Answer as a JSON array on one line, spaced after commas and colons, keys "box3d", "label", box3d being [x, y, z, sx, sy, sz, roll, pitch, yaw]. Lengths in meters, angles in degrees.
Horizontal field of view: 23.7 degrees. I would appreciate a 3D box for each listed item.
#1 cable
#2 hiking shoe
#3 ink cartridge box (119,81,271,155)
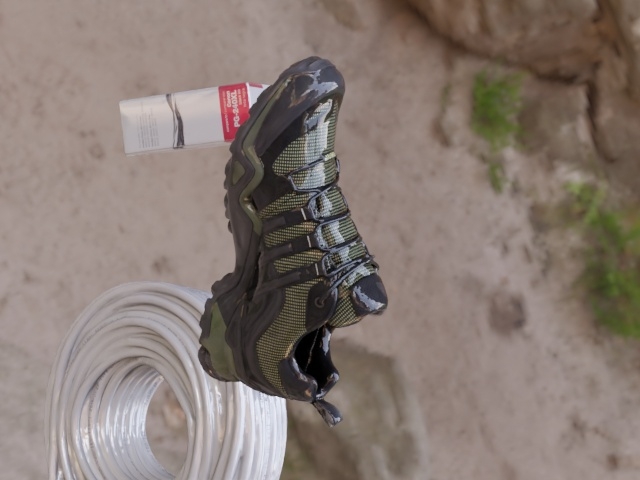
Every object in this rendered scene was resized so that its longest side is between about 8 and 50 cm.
[{"box3d": [-0.137, 0.163, 1.323, 0.089, 0.257, 0.257, 8, 67, -50], "label": "cable"}, {"box3d": [0.000, 0.000, 0.951, 0.086, 0.114, 0.227, -29, 136, -56], "label": "hiking shoe"}, {"box3d": [-0.133, -0.133, 1.673, 0.109, 0.150, 0.063, -17, 101, -76], "label": "ink cartridge box"}]
